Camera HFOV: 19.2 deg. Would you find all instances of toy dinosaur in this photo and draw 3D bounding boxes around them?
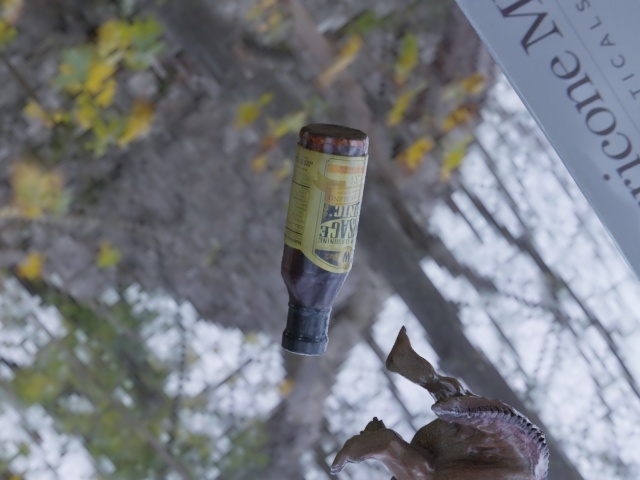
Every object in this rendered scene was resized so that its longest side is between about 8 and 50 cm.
[{"bbox_3d":[0.115,0.183,1.394,0.127,0.200,0.295,-59,171,-35],"label":"toy dinosaur"}]

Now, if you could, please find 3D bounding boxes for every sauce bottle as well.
[{"bbox_3d":[0.000,0.000,1.058,0.042,0.128,0.042,6,-166,-2],"label":"sauce bottle"}]

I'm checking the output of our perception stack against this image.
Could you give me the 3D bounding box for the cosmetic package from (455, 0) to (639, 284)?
[{"bbox_3d":[0.274,-0.172,0.694,0.453,0.230,0.161,-28,-169,36],"label":"cosmetic package"}]
